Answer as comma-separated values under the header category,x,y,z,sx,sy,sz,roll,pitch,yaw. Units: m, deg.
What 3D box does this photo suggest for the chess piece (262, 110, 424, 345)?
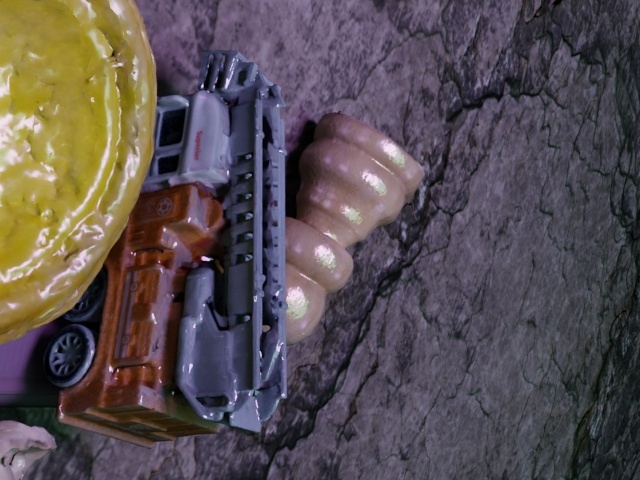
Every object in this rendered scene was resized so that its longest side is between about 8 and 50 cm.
category,x,y,z,sx,sy,sz,roll,pitch,yaw
chess piece,0.000,0.000,1.067,0.261,0.142,0.143,-60,142,-12

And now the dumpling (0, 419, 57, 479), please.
category,x,y,z,sx,sy,sz,roll,pitch,yaw
dumpling,-0.288,0.185,0.737,0.199,0.136,0.118,-17,86,-47

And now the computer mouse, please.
category,x,y,z,sx,sy,sz,roll,pitch,yaw
computer mouse,-0.246,0.090,0.830,0.232,0.057,0.120,13,89,-57

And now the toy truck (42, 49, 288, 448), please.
category,x,y,z,sx,sy,sz,roll,pitch,yaw
toy truck,-0.109,-0.001,0.825,0.133,0.184,0.339,36,52,-52

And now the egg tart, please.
category,x,y,z,sx,sy,sz,roll,pitch,yaw
egg tart,-0.275,-0.081,0.665,0.345,0.132,0.346,-23,120,-48
